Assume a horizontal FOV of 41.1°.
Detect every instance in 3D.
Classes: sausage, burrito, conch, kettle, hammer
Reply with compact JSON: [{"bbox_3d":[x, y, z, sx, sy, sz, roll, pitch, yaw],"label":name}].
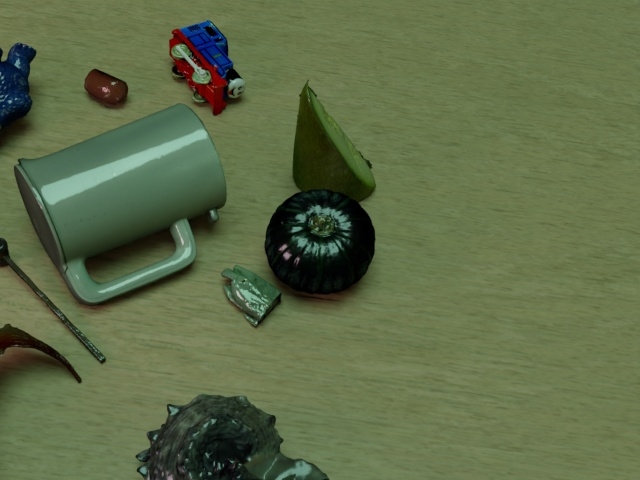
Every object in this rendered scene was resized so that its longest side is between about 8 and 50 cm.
[{"bbox_3d":[-0.439,-0.313,1.752,0.094,0.059,0.054,26,97,12],"label":"sausage"},{"bbox_3d":[-0.127,0.089,1.487,0.118,0.044,0.074,38,61,17],"label":"burrito"},{"bbox_3d":[-0.119,0.338,1.227,0.313,0.186,0.240,17,39,31],"label":"conch"},{"bbox_3d":[-0.342,-0.069,1.511,0.318,0.265,0.205,-24,27,-24],"label":"kettle"},{"bbox_3d":[-0.457,0.105,1.435,0.292,0.058,0.029,42,59,16],"label":"hammer"}]

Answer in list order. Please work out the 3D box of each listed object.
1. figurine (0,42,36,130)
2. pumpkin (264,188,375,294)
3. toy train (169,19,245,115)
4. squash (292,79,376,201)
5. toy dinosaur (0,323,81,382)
[{"bbox_3d":[-0.639,-0.267,1.662,0.164,0.121,0.262,18,67,6],"label":"figurine"},{"bbox_3d":[0.000,0.000,1.506,0.201,0.140,0.202,4,60,-7],"label":"pumpkin"},{"bbox_3d":[-0.237,-0.369,1.807,0.131,0.083,0.204,-24,59,-26],"label":"toy train"},{"bbox_3d":[0.039,-0.174,1.581,0.169,0.252,0.093,0,54,-7],"label":"squash"},{"bbox_3d":[-0.558,0.241,1.289,0.206,0.113,0.327,9,35,33],"label":"toy dinosaur"}]
